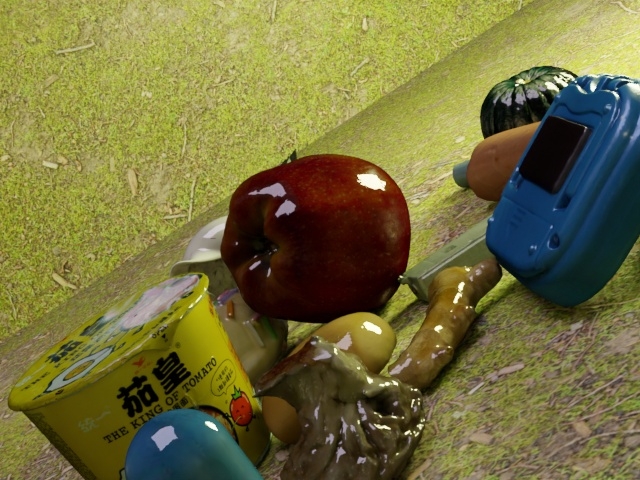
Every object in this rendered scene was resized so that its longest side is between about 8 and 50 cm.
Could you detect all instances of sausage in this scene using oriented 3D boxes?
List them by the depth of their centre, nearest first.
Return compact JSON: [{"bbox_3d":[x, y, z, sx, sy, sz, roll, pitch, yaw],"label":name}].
[{"bbox_3d":[0.369,-0.140,1.958,0.121,0.121,0.304,-39,14,-30],"label":"sausage"}]

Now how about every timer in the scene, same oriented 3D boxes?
[{"bbox_3d":[0.347,-0.078,1.537,0.309,0.115,0.340,-61,10,7],"label":"timer"}]

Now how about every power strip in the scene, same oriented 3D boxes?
[{"bbox_3d":[0.250,0.011,1.816,0.272,0.052,0.078,-32,13,-11],"label":"power strip"}]

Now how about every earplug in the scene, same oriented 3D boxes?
[{"bbox_3d":[-0.086,0.279,1.074,0.132,0.273,0.132,-29,14,8],"label":"earplug"}]

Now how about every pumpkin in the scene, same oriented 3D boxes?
[{"bbox_3d":[0.406,-0.235,2.137,0.220,0.162,0.220,-22,23,10],"label":"pumpkin"}]

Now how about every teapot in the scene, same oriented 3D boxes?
[{"bbox_3d":[-0.125,0.058,2.051,0.299,0.208,0.166,11,8,-12],"label":"teapot"}]

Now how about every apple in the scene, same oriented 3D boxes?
[{"bbox_3d":[0.000,0.000,1.852,0.288,0.288,0.317,-18,-7,43],"label":"apple"}]

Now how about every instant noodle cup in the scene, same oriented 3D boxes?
[{"bbox_3d":[-0.234,0.234,1.602,0.325,0.254,0.325,-29,14,8],"label":"instant noodle cup"}]

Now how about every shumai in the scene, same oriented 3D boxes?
[{"bbox_3d":[0.015,0.206,1.337,0.166,0.175,0.206,-19,21,41],"label":"shumai"}]

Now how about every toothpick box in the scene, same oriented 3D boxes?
[{"bbox_3d":[0.305,-0.137,2.233,0.083,0.052,0.052,-17,19,49],"label":"toothpick box"}]

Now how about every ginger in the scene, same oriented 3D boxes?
[{"bbox_3d":[0.168,0.118,1.578,0.118,0.065,0.299,-29,14,37],"label":"ginger"}]

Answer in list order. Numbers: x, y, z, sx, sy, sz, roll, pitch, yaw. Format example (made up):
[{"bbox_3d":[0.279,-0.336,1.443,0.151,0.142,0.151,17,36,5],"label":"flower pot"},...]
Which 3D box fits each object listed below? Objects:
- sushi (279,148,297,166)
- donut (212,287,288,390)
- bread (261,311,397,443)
[{"bbox_3d":[-0.121,-0.006,2.260,0.050,0.264,0.290,10,35,24],"label":"sushi"},{"bbox_3d":[-0.238,0.219,1.897,0.371,0.150,0.307,-26,14,16],"label":"donut"},{"bbox_3d":[0.004,0.178,1.546,0.217,0.098,0.147,-45,6,25],"label":"bread"}]
